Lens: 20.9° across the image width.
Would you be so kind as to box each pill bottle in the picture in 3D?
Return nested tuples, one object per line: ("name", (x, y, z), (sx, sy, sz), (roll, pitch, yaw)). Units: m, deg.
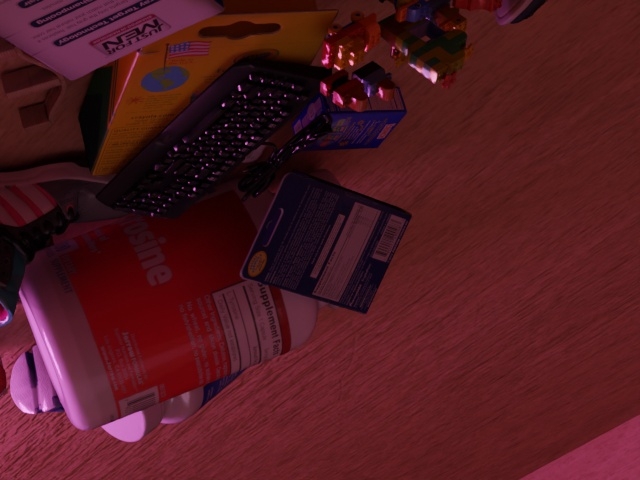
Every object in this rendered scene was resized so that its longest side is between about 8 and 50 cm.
("pill bottle", (-0.188, 0.150, 2.325), (0.272, 0.152, 0.152), (-40, 179, -41))
("pill bottle", (-0.151, 0.060, 2.139), (0.408, 0.229, 0.229), (-21, 160, -13))

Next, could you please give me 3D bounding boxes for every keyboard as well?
("keyboard", (-0.089, -0.101, 1.873), (0.202, 0.033, 0.317), (2, 154, -38))

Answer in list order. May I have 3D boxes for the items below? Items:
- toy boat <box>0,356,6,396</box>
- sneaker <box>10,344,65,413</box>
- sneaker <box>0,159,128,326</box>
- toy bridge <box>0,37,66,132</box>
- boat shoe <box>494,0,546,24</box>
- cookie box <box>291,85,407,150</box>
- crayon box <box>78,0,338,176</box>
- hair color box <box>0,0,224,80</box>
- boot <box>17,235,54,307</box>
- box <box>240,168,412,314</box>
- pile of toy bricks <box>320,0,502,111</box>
("toy boat", (-0.553, 0.219, 2.416), (0.231, 0.151, 0.151), (-8, 158, -15))
("sneaker", (-0.283, 0.183, 2.563), (0.316, 0.127, 0.182), (-17, 163, 26))
("sneaker", (-0.344, 0.007, 1.977), (0.296, 0.178, 0.124), (-4, 156, -17))
("toy bridge", (-0.299, -0.168, 1.799), (0.063, 0.026, 0.188), (-16, 158, -3))
("boat shoe", (0.245, -0.305, 1.720), (0.079, 0.095, 0.254), (1, 142, -22))
("cookie box", (0.034, -0.144, 2.047), (0.107, 0.040, 0.092), (-3, 155, -26))
("crayon box", (-0.123, -0.180, 1.806), (0.202, 0.081, 0.318), (-6, 157, -22))
("hair color box", (-0.243, -0.268, 1.481), (0.174, 0.105, 0.347), (-22, 157, 18))
("boot", (-0.430, 0.042, 2.200), (0.219, 0.082, 0.106), (-9, 137, -6))
("box", (0.000, 0.000, 2.017), (0.225, 0.036, 0.136), (18, 99, -47))
("pile of toy bricks", (0.103, -0.193, 1.748), (0.212, 0.105, 0.118), (-33, 147, -30))
